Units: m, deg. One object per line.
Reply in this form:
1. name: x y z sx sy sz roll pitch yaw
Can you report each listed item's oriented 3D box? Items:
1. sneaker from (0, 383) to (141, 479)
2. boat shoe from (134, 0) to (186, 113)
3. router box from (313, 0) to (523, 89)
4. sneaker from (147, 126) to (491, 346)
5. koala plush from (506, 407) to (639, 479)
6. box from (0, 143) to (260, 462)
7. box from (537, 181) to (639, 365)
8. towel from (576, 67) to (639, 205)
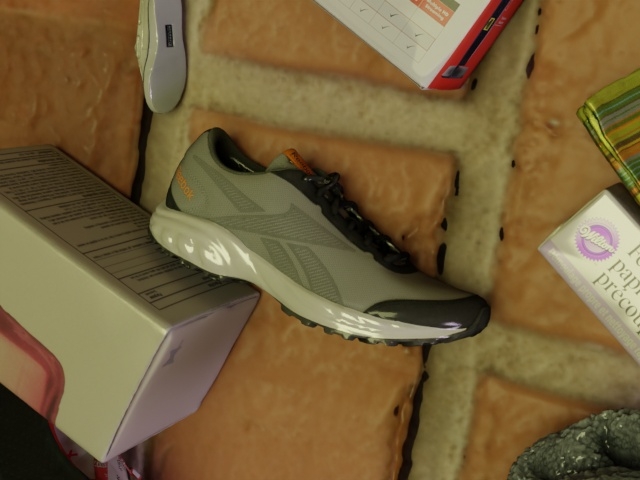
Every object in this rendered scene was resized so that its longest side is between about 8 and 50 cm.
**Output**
1. sneaker: -0.206 0.182 0.959 0.090 0.145 0.270 -35 47 0
2. boat shoe: -0.130 -0.151 0.917 0.035 0.035 0.100 13 108 49
3. router box: 0.045 -0.320 0.789 0.335 0.082 0.301 41 110 13
4. sneaker: 0.000 0.000 0.846 0.271 0.100 0.108 24 100 19
5. koala plush: 0.162 0.230 0.716 0.203 0.221 0.196 -5 114 46
6. box: -0.192 0.040 0.903 0.232 0.148 0.127 35 110 16
7. box: 0.277 0.103 0.758 0.063 0.067 0.324 -44 81 21
8. towel: 0.270 -0.014 0.735 0.102 0.021 0.237 -31 79 -11
